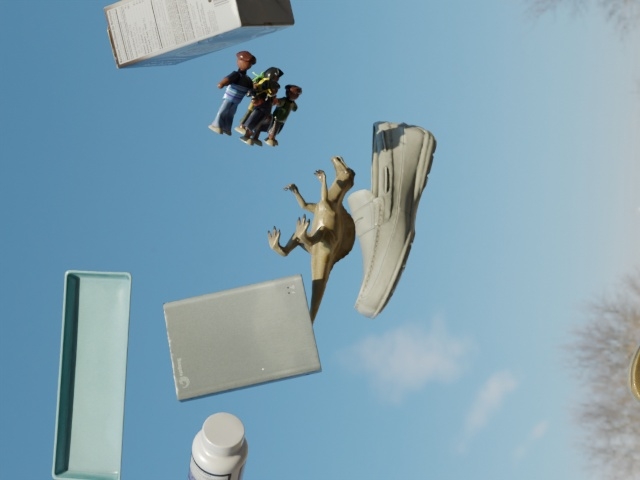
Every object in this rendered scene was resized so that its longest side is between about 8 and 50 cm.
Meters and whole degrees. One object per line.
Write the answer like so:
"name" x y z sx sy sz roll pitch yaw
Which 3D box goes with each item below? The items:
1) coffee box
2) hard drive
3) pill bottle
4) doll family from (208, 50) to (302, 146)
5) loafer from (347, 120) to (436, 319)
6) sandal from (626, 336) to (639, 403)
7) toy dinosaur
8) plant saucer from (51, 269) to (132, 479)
"coffee box" -0.183 -0.336 1.259 0.141 0.246 0.098 -22 -79 -55
"hard drive" -0.074 0.091 0.786 0.022 0.135 0.094 82 176 -70
"pill bottle" -0.171 0.368 1.412 0.094 0.094 0.169 -55 -16 -48
"doll family" -0.085 -0.194 1.151 0.111 0.076 0.193 -63 -8 13
"loafer" 0.091 -0.037 1.285 0.112 0.111 0.319 111 175 -67
"sandal" 0.327 0.087 0.767 0.180 0.072 0.049 -47 -15 -27
"toy dinosaur" 0.000 0.000 0.818 0.092 0.053 0.183 17 -97 -43
"plant saucer" -0.208 0.124 0.775 0.018 0.067 0.192 19 -107 -79
